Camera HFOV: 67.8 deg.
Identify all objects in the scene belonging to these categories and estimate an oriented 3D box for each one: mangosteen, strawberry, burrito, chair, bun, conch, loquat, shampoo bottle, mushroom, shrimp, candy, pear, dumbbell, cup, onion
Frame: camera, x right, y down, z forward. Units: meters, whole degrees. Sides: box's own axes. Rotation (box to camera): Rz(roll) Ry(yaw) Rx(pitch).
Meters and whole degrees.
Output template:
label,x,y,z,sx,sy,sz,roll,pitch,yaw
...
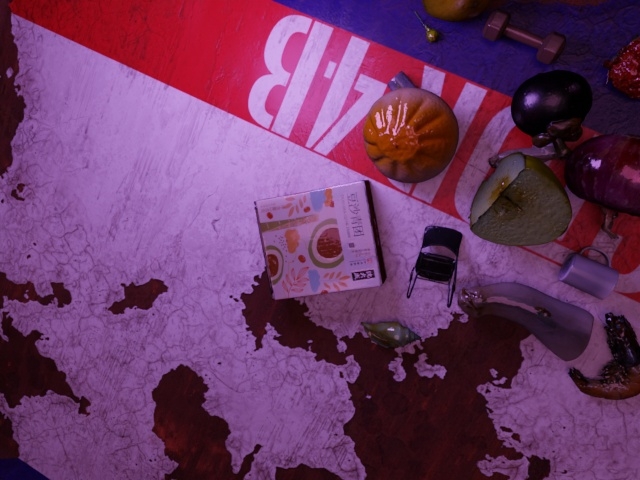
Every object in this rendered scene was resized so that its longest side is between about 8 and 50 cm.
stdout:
label,x,y,z,sx,sy,sz,roll,pitch,yaw
mangosteen,0.654,-0.350,1.342,0.212,0.211,0.249,-12,93,16
strawberry,0.914,-0.456,1.315,0.174,0.098,0.228,-44,84,16
burrito,0.629,-0.250,1.437,0.230,0.063,0.058,-3,129,15
chair,0.371,0.078,1.530,0.140,0.221,0.145,12,143,13
bun,0.255,-0.307,1.433,0.299,0.165,0.298,13,118,24
conch,0.237,0.319,1.607,0.201,0.079,0.094,-2,110,32
loquat,0.406,-0.733,1.347,0.246,0.214,0.213,2,99,44
shampoo bottle,0.299,-0.430,1.499,0.072,0.072,0.214,-39,86,16
mushroom,0.625,0.223,1.468,0.397,0.126,0.177,27,111,7
shrimp,0.865,0.359,1.451,0.223,0.054,0.290,-16,101,16
candy,0.325,-0.669,1.486,0.035,0.035,0.122,-33,79,6
pear,0.607,-0.108,1.394,0.293,0.159,0.292,12,129,15
dumbbell,0.594,-0.595,1.391,0.231,0.092,0.082,29,132,10
cup,0.803,0.094,1.428,0.133,0.136,0.099,25,137,11
onion,0.808,-0.182,1.308,0.231,0.256,0.272,16,78,-3

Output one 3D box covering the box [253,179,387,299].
label,x,y,z,sx,sy,sz,roll,pitch,yaw
box,0.000,0.000,1.604,0.386,0.122,0.344,-9,94,16
